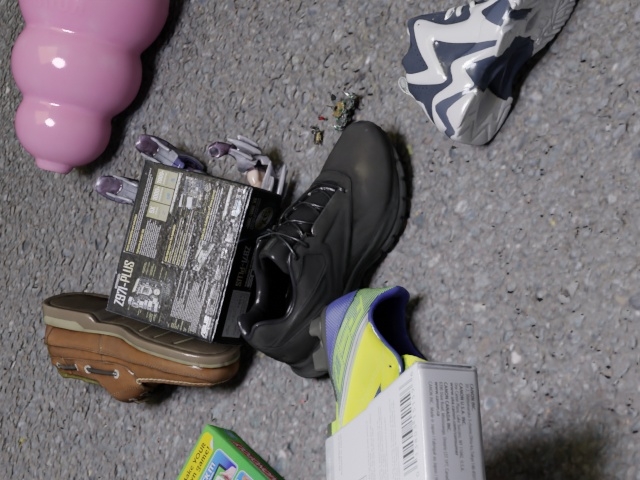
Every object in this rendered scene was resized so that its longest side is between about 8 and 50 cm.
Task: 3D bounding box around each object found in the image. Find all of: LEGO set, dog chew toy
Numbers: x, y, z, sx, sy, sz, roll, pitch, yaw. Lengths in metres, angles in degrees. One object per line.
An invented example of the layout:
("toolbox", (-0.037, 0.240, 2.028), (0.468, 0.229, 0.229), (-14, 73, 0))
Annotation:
("LEGO set", (0.020, -0.143, 1.629), (0.083, 0.023, 0.054), (-29, 50, 50))
("dog chew toy", (-0.327, -0.255, 1.905), (0.207, 0.207, 0.331), (14, 90, 48))

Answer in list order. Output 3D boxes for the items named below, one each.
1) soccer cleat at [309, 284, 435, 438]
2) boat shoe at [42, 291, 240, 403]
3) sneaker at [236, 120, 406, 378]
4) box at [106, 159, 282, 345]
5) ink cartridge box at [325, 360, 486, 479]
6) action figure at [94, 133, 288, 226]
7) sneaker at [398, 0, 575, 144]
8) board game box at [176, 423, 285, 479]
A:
("soccer cleat", (0.071, 0.172, 1.382), (0.121, 0.093, 0.289), (-24, 58, 18))
("boat shoe", (-0.211, 0.139, 1.687), (0.307, 0.111, 0.104), (13, 109, 41))
("sneaker", (0.000, 0.000, 1.501), (0.109, 0.130, 0.286), (7, 76, 49))
("box", (-0.143, 0.014, 1.582), (0.147, 0.077, 0.180), (14, 90, 26))
("ink cartridge box", (0.072, 0.271, 1.206), (0.239, 0.060, 0.275), (127, 145, -61))
("action figure", (-0.144, -0.043, 1.693), (0.285, 0.099, 0.185), (25, 82, 44))
("sneaker", (0.161, -0.230, 1.464), (0.153, 0.094, 0.235), (38, 111, 39))
("board game box", (-0.129, 0.388, 1.521), (0.213, 0.046, 0.317), (33, 97, 47))
